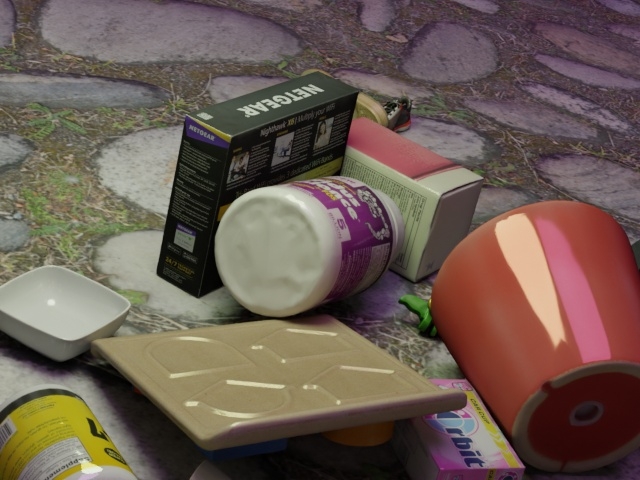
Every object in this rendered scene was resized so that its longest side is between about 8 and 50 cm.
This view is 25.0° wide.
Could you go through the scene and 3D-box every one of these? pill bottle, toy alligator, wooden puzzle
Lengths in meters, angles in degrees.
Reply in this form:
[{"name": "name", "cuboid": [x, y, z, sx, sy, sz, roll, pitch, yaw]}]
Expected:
[{"name": "pill bottle", "cuboid": [0.000, 0.000, 1.923, 0.169, 0.169, 0.301, 25, 16, 21]}, {"name": "pill bottle", "cuboid": [-0.245, 0.245, 1.423, 0.119, 0.119, 0.208, -6, 33, -33]}, {"name": "toy alligator", "cuboid": [0.197, 0.112, 1.960, 0.189, 0.056, 0.051, 10, 69, -9]}, {"name": "wooden puzzle", "cuboid": [-0.056, 0.172, 1.653, 0.322, 0.080, 0.348, -4, 15, -31]}]

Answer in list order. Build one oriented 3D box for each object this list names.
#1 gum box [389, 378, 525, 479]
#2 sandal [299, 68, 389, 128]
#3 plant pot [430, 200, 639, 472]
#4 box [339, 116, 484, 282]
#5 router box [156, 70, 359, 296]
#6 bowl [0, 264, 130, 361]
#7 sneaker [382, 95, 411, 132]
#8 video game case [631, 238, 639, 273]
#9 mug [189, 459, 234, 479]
[{"name": "gum box", "cuboid": [0.147, 0.233, 1.687, 0.107, 0.062, 0.188, 2, 29, -21]}, {"name": "sandal", "cuboid": [0.011, -0.227, 2.482, 0.079, 0.088, 0.240, -34, 39, -25]}, {"name": "plant pot", "cuboid": [0.291, 0.129, 1.757, 0.275, 0.275, 0.243, 4, 39, -17]}, {"name": "box", "cuboid": [0.102, -0.065, 2.139, 0.232, 0.149, 0.127, 30, 31, 28]}, {"name": "router box", "cuboid": [-0.083, -0.084, 1.989, 0.081, 0.243, 0.309, 28, 30, 25]}, {"name": "bowl", "cuboid": [-0.319, 0.093, 1.751, 0.142, 0.053, 0.142, 25, 30, 20]}, {"name": "sneaker", "cuboid": [0.114, -0.218, 2.528, 0.061, 0.065, 0.158, 23, 28, 18]}, {"name": "video game case", "cuboid": [0.507, 0.152, 1.866, 0.275, 0.035, 0.248, 47, 20, -20]}, {"name": "mug", "cuboid": [-0.111, 0.278, 1.505, 0.064, 0.078, 0.062, 28, -3, 9]}]
